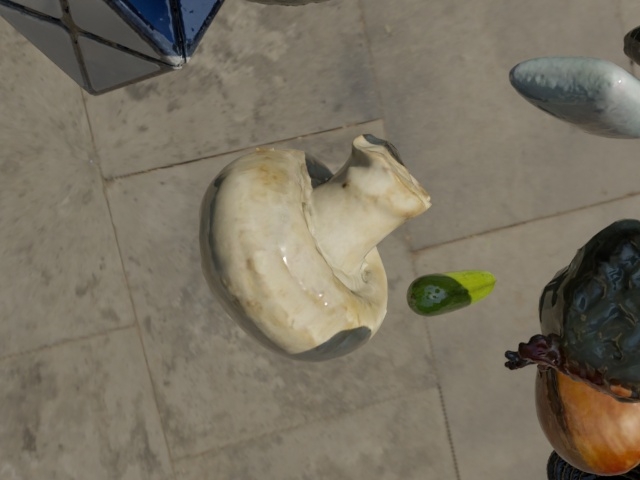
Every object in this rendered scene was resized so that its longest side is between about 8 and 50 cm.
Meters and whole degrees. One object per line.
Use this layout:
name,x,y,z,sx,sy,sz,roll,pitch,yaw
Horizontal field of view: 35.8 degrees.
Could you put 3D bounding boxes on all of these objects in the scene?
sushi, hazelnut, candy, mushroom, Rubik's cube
sushi,0.264,0.002,0.626,0.332,0.124,0.130,-48,60,20
hazelnut,0.275,0.139,0.945,0.150,0.150,0.150,-1,95,-13
candy,0.303,-0.155,1.091,0.174,0.138,0.071,14,91,-48
mushroom,0.000,0.000,1.266,0.290,0.297,0.297,-30,102,24
Rubik's cube,-0.293,-0.392,1.405,0.260,0.255,0.259,46,57,-31

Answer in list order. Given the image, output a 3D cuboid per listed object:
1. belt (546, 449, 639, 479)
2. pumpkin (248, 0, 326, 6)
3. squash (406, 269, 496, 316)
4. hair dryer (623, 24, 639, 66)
belt,0.458,0.351,1.342,0.164,0.289,0.184,-1,101,-37
pumpkin,-0.058,-0.424,1.150,0.328,0.257,0.291,10,102,6
squash,0.208,0.077,1.554,0.201,0.066,0.066,-11,98,-44
hair dryer,0.645,-0.362,1.585,0.272,0.235,0.091,-42,120,-20
